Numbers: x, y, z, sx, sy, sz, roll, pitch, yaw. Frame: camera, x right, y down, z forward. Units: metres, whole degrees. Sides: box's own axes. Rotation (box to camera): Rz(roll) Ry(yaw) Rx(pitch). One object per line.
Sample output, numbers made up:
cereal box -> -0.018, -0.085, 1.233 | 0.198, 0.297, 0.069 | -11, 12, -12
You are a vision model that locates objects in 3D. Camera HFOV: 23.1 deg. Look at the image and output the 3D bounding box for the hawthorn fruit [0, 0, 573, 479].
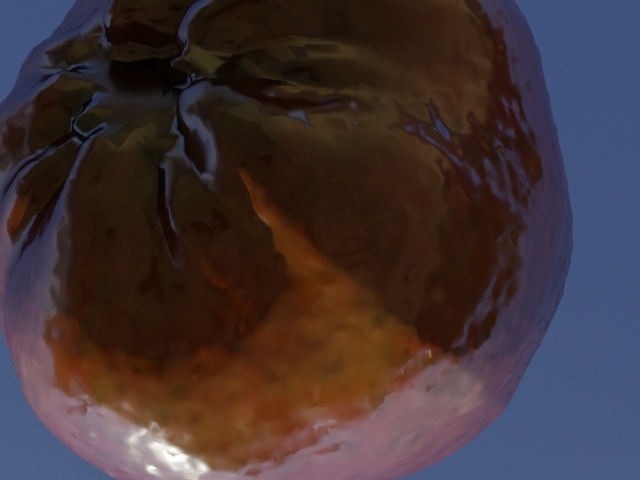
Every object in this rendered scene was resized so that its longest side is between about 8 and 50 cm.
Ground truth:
hawthorn fruit -> 0.000, 0.000, 0.595 | 0.224, 0.261, 0.224 | -13, -119, 24
